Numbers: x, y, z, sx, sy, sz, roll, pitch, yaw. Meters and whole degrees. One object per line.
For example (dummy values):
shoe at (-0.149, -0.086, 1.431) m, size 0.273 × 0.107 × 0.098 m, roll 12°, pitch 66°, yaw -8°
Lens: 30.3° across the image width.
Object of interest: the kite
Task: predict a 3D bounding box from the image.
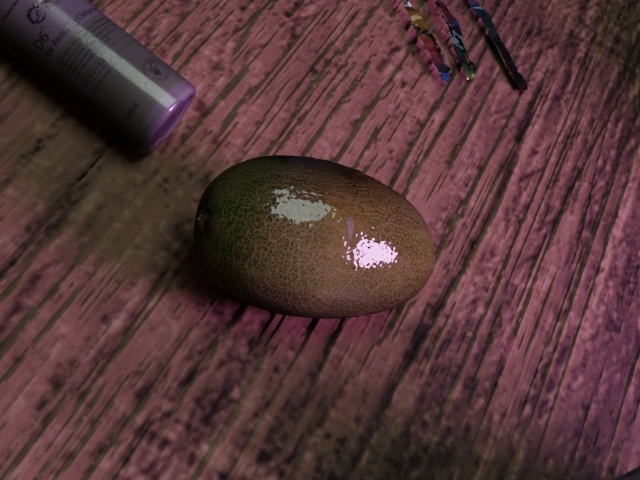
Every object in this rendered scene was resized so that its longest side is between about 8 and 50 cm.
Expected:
kite at (0.086, -0.242, 1.024) m, size 0.152 × 0.015 × 0.285 m, roll -5°, pitch 59°, yaw -35°

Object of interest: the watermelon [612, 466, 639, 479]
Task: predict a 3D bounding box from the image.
watermelon at (0.319, 0.255, 0.659) m, size 0.387 × 0.228 × 0.258 m, roll 20°, pitch 57°, yaw -11°

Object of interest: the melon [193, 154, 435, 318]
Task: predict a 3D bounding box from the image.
melon at (0.000, 0.000, 0.718) m, size 0.162 × 0.099 × 0.099 m, roll 10°, pitch 51°, yaw -30°

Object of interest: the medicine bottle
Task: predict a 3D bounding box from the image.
medicine bottle at (-0.172, -0.135, 0.743) m, size 0.199 × 0.057 × 0.057 m, roll 39°, pitch 44°, yaw 0°
